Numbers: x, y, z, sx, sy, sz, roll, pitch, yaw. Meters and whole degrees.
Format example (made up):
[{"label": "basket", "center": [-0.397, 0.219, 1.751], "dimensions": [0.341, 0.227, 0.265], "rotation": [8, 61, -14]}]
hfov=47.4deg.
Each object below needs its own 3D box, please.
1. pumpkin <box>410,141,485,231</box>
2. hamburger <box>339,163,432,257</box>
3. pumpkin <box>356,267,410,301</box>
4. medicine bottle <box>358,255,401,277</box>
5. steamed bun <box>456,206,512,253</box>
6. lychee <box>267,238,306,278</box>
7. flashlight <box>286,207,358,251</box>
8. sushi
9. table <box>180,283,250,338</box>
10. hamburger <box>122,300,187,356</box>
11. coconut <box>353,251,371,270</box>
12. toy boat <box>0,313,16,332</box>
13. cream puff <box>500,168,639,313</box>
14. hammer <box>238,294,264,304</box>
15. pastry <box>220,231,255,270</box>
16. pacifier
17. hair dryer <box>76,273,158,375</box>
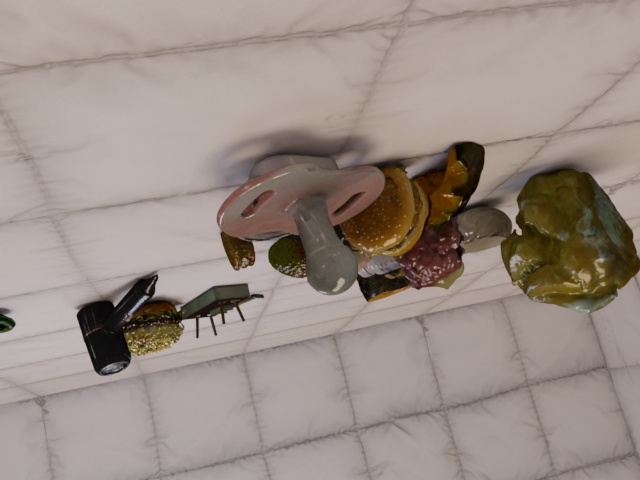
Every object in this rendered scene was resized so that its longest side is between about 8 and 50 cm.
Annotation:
[{"label": "pumpkin", "center": [0.281, -0.099, 1.546], "dimensions": [0.149, 0.130, 0.254], "rotation": [-6, 162, -27]}, {"label": "hamburger", "center": [0.118, -0.056, 1.475], "dimensions": [0.191, 0.181, 0.118], "rotation": [-15, 152, 38]}, {"label": "pumpkin", "center": [0.253, 0.079, 2.182], "dimensions": [0.317, 0.139, 0.222], "rotation": [-19, 168, 22]}, {"label": "medicine bottle", "center": [0.188, 0.033, 2.013], "dimensions": [0.187, 0.102, 0.103], "rotation": [-22, 163, 29]}, {"label": "steamed bun", "center": [0.426, -0.035, 1.977], "dimensions": [0.183, 0.106, 0.183], "rotation": [-12, 162, -4]}, {"label": "lychee", "center": [-0.056, 0.039, 1.787], "dimensions": [0.146, 0.114, 0.114], "rotation": [0, 164, -5]}, {"label": "flashlight", "center": [-0.034, -0.036, 1.584], "dimensions": [0.103, 0.103, 0.424], "rotation": [-24, 160, 35]}, {"label": "sushi", "center": [0.253, 0.007, 1.730], "dimensions": [0.171, 0.236, 0.270], "rotation": [-26, 167, 6]}, {"label": "table", "center": [-0.321, 0.223, 2.249], "dimensions": [0.122, 0.111, 0.240], "rotation": [-4, 163, -37]}, {"label": "hamburger", "center": [-0.520, 0.268, 2.177], "dimensions": [0.243, 0.138, 0.262], "rotation": [-16, 167, 10]}, {"label": "coconut", "center": [0.072, 0.025, 1.859], "dimensions": [0.116, 0.116, 0.122], "rotation": [-18, 169, 16]}, {"label": "toy boat", "center": [-0.844, 0.202, 1.799], "dimensions": [0.104, 0.052, 0.210], "rotation": [-20, 164, 15]}, {"label": "cream puff", "center": [0.599, 0.015, 1.813], "dimensions": [0.275, 0.378, 0.378], "rotation": [-33, 157, 36]}, {"label": "hammer", "center": [-0.277, 0.215, 2.456], "dimensions": [0.199, 0.013, 0.062], "rotation": [-23, 163, 34]}, {"label": "pastry", "center": [-0.182, 0.016, 1.619], "dimensions": [0.057, 0.097, 0.109], "rotation": [-21, -159, -14]}, {"label": "pacifier", "center": [-0.022, -0.048, 1.294], "dimensions": [0.332, 0.220, 0.273], "rotation": [-3, -153, -42]}, {"label": "hair dryer", "center": [-0.512, 0.202, 1.916], "dimensions": [0.107, 0.189, 0.352], "rotation": [0, 147, -47]}]
